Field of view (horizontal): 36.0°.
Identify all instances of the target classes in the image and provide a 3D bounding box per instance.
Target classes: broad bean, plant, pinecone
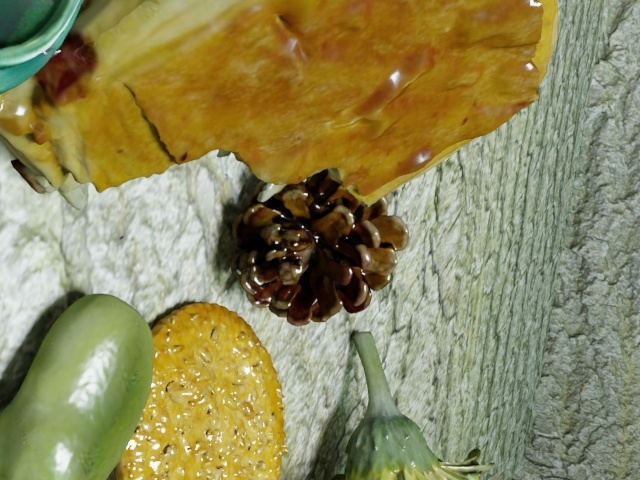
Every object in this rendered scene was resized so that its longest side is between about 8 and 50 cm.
[{"bbox_3d":[-0.180,0.129,0.740,0.174,0.082,0.124,-58,151,-29],"label":"broad bean"},{"bbox_3d":[0.120,0.299,1.327,0.306,0.261,0.296,58,51,-76],"label":"plant"},{"bbox_3d":[-0.002,-0.002,0.977,0.195,0.150,0.179,-27,136,-56],"label":"pinecone"}]

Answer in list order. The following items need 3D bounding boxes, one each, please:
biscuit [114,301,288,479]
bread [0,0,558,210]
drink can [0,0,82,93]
[{"bbox_3d":[-0.101,0.180,0.913,0.254,0.035,0.253,21,65,-57],"label":"biscuit"},{"bbox_3d":[-0.033,-0.143,0.666,0.370,0.191,0.314,-27,156,-1],"label":"bread"},{"bbox_3d":[-0.193,-0.125,0.374,0.118,0.205,0.118,-44,141,-50],"label":"drink can"}]
